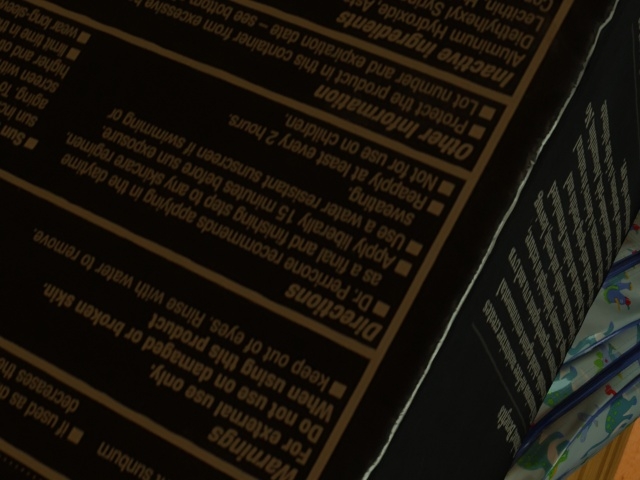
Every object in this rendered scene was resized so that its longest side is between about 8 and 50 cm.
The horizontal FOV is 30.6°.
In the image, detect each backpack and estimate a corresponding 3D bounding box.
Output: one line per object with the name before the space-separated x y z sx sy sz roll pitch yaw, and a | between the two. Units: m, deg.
backpack | 0.195 0.124 1.137 0.355 0.273 0.290 -6 153 -36

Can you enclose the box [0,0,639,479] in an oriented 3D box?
box | -0.061 -0.007 0.444 0.294 0.296 0.183 -60 156 -13
